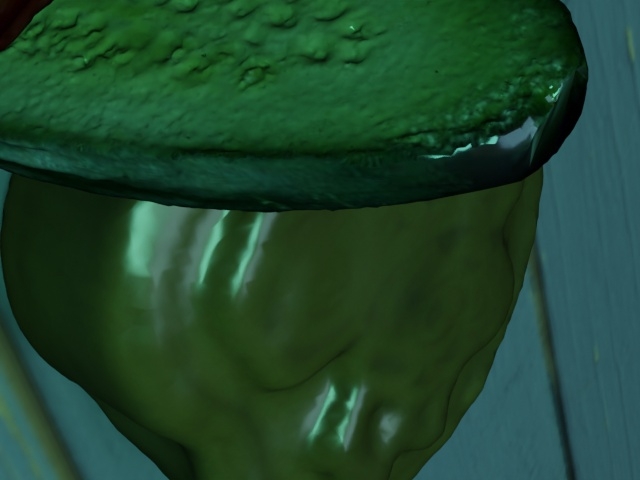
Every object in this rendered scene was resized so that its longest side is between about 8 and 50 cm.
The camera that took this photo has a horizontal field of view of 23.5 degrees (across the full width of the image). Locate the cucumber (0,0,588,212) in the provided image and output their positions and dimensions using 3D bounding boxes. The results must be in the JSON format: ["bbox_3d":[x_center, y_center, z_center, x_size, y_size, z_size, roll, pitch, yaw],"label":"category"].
[{"bbox_3d":[-0.034,-0.050,0.470,0.115,0.244,0.063,-60,145,-23],"label":"cucumber"}]

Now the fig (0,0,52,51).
[{"bbox_3d":[-0.158,-0.140,0.360,0.249,0.186,0.203,42,40,-9],"label":"fig"}]

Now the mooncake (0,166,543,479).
[{"bbox_3d":[0.000,0.000,0.624,0.235,0.117,0.234,-21,124,-35],"label":"mooncake"}]
